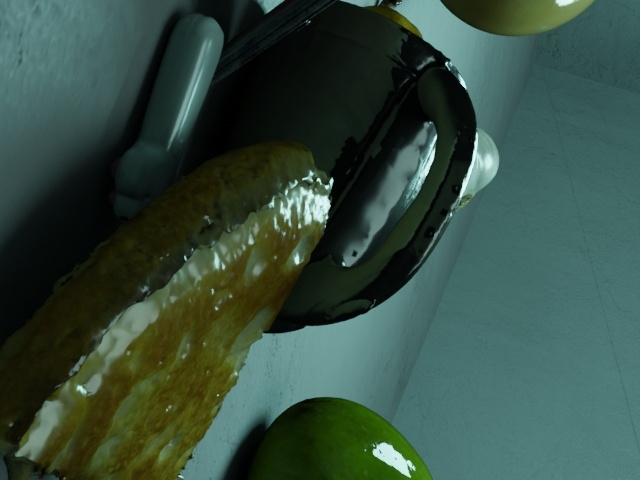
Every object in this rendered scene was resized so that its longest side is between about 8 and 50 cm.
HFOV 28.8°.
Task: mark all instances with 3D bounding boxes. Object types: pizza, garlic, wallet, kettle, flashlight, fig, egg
[{"bbox_3d":[-0.166,0.121,1.081,0.440,0.130,0.406,-41,158,-46],"label":"pizza"},{"bbox_3d":[0.209,-0.127,2.285,0.256,0.207,0.207,-119,-137,-74],"label":"garlic"},{"bbox_3d":[-0.013,-0.220,1.151,0.232,0.025,0.119,-31,-164,24],"label":"wallet"},{"bbox_3d":[0.016,-0.050,1.266,0.228,0.321,0.324,40,71,-41],"label":"kettle"},{"bbox_3d":[-0.136,-0.107,1.091,0.093,0.047,0.200,65,42,-75],"label":"flashlight"},{"bbox_3d":[0.036,0.393,1.916,0.316,0.316,0.316,18,90,-78],"label":"fig"},{"bbox_3d":[0.302,-0.462,1.889,0.374,0.301,0.301,-45,152,-43],"label":"egg"}]

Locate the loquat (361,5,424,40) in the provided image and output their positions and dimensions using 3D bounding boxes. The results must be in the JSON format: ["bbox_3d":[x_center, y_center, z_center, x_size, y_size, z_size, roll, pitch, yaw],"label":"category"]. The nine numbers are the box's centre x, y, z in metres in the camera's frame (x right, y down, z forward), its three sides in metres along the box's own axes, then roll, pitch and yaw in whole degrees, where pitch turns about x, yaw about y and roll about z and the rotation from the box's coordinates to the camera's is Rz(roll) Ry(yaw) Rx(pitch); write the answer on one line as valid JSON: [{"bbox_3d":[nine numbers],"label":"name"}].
[{"bbox_3d":[0.067,-0.229,1.588,0.141,0.141,0.141,18,90,-78],"label":"loquat"}]

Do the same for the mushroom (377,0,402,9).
[{"bbox_3d":[0.098,-0.297,1.774,0.088,0.073,0.129,34,69,-46],"label":"mushroom"}]
